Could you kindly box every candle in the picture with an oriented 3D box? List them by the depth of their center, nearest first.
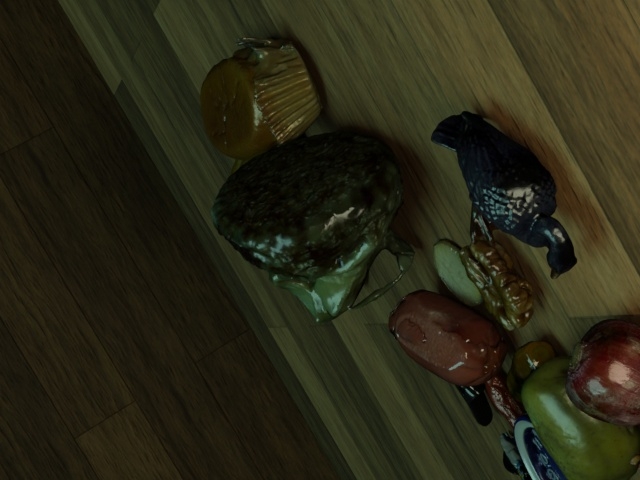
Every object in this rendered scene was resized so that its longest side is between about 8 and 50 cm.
[{"bbox_3d":[0.395,0.357,2.037,0.329,0.048,0.051,57,154,4],"label":"candle"}]

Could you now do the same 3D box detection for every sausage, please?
[{"bbox_3d":[0.244,0.188,1.992,0.279,0.152,0.152,28,146,53],"label":"sausage"}]

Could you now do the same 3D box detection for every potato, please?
[{"bbox_3d":[0.433,0.301,1.681,0.228,0.148,0.197,52,148,15],"label":"potato"}]

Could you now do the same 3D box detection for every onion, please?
[{"bbox_3d":[0.458,0.202,1.486,0.195,0.159,0.159,21,155,6],"label":"onion"}]

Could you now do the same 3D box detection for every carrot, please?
[{"bbox_3d":[0.378,0.235,1.832,0.082,0.082,0.173,52,161,20],"label":"carrot"}]

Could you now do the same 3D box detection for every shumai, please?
[{"bbox_3d":[0.000,0.000,2.006,0.395,0.395,0.348,34,150,53],"label":"shumai"}]

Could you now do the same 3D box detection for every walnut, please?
[{"bbox_3d":[0.311,0.071,1.764,0.170,0.069,0.143,59,164,3],"label":"walnut"}]

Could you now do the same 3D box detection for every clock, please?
[{"bbox_3d":[0.456,0.413,1.891,0.230,0.083,0.230,59,167,23],"label":"clock"}]

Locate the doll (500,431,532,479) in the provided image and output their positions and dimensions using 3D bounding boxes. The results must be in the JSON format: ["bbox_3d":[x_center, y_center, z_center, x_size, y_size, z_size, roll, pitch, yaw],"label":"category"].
[{"bbox_3d":[0.413,0.455,2.096,0.096,0.070,0.195,47,-172,-27],"label":"doll"}]

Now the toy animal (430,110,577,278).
[{"bbox_3d":[0.279,-0.073,1.535,0.298,0.122,0.185,64,174,8],"label":"toy animal"}]

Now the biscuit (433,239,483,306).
[{"bbox_3d":[0.263,0.064,1.958,0.152,0.020,0.152,49,160,25],"label":"biscuit"}]

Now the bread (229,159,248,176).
[{"bbox_3d":[-0.129,-0.129,2.386,0.239,0.111,0.246,24,99,59],"label":"bread"}]

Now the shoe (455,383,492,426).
[{"bbox_3d":[0.331,0.320,2.140,0.053,0.062,0.159,-5,115,56],"label":"shoe"}]

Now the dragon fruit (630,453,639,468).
[{"bbox_3d":[0.557,0.354,1.526,0.147,0.102,0.096,50,170,-5],"label":"dragon fruit"}]

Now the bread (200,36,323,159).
[{"bbox_3d":[-0.140,-0.293,2.189,0.236,0.183,0.388,62,162,-4],"label":"bread"}]
